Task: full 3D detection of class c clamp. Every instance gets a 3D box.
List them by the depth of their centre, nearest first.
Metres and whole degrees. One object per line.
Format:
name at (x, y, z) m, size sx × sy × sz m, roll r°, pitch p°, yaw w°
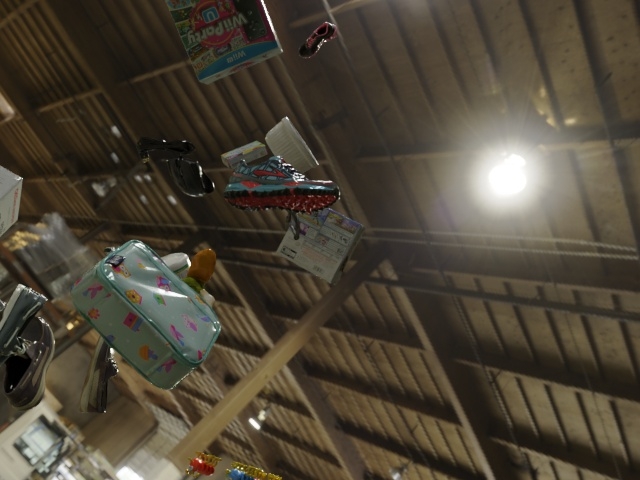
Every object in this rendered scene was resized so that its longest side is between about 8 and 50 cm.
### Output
c clamp at (-0.102, -0.059, 2.291) m, size 0.160 × 0.022 × 0.137 m, roll -120°, pitch -149°, yaw -53°

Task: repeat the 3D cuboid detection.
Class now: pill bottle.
pill bottle at (-0.395, 0.150, 1.717) m, size 0.118 × 0.118 × 0.208 m, roll 6°, pitch -61°, yaw 48°

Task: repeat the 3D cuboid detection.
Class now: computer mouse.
computer mouse at (-0.409, -0.190, 1.707) m, size 0.184 × 0.060 × 0.262 m, roll 9°, pitch -25°, yaw 12°

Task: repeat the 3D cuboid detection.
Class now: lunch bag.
lunch bag at (-0.326, 0.128, 1.187) m, size 0.108 × 0.224 × 0.279 m, roll -39°, pitch -82°, yaw 18°

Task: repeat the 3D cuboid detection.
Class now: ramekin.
ramekin at (-0.108, -0.328, 2.202) m, size 0.207 × 0.109 × 0.207 m, roll 56°, pitch 5°, yaw -8°

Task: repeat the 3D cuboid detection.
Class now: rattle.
rattle at (-0.309, 0.123, 1.377) m, size 0.130 × 0.200 × 0.143 m, roll 51°, pitch -59°, yaw 8°

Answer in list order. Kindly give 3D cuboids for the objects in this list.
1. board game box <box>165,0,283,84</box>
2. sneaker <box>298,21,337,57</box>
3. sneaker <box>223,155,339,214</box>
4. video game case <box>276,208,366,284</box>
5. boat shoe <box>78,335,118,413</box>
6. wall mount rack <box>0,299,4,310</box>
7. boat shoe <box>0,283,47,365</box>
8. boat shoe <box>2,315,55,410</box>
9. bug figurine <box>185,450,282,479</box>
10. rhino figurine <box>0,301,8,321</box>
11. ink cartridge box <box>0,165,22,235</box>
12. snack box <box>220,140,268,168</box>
board game box at (-0.255, -0.581, 1.552) m, size 0.097 × 0.224 × 0.303 m, roll -75°, pitch 143°, yaw -81°
sneaker at (-0.014, -0.526, 1.604) m, size 0.119 × 0.057 × 0.047 m, roll -38°, pitch -103°, yaw 16°
sneaker at (-0.083, -0.135, 1.347) m, size 0.262 × 0.125 × 0.104 m, roll 4°, pitch -24°, yaw 14°
video game case at (0.000, 0.000, 2.319) m, size 0.270 × 0.244 × 0.061 m, roll 28°, pitch 1°, yaw 27°
boat shoe at (-0.696, 0.417, 1.979) m, size 0.092 × 0.285 × 0.103 m, roll 15°, pitch -5°, yaw -12°
wall mount rack at (-0.915, 0.258, 1.455) m, size 0.130 × 0.304 × 0.350 m, roll 63°, pitch -3°, yaw -36°
boat shoe at (-0.902, 0.290, 1.792) m, size 0.099 × 0.319 × 0.116 m, roll 25°, pitch -18°, yaw -21°
boat shoe at (-1.005, 0.400, 2.111) m, size 0.130 × 0.132 × 0.355 m, roll 76°, pitch -2°, yaw -51°
bug figurine at (-0.244, 0.669, 1.746) m, size 0.279 × 0.072 × 0.216 m, roll -9°, pitch -35°, yaw 46°
rhino figurine at (-1.085, 0.229, 1.924) m, size 0.073 × 0.243 × 0.106 m, roll -114°, pitch -145°, yaw -64°
ink cartridge box at (-1.038, -0.059, 1.825) m, size 0.129 × 0.307 × 0.223 m, roll 30°, pitch -45°, yaw -7°
snack box at (-0.264, -0.297, 2.129) m, size 0.100 × 0.141 × 0.037 m, roll 36°, pitch -32°, yaw 61°
